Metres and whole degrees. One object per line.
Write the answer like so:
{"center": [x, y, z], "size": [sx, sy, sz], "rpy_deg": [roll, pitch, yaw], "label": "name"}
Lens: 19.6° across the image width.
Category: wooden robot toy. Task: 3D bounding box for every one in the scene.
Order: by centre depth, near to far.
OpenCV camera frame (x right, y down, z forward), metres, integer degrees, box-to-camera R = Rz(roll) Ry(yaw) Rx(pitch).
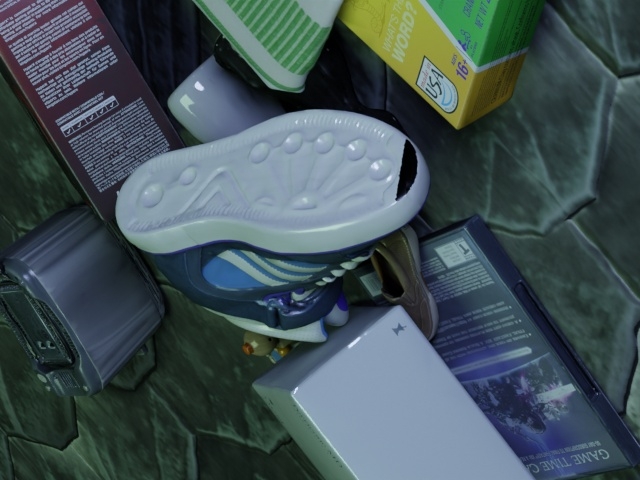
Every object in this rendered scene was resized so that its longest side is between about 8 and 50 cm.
{"center": [-0.055, 0.100, 1.946], "size": [0.076, 0.079, 0.173], "rpy_deg": [3, 125, 49], "label": "wooden robot toy"}

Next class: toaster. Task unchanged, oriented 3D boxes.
{"center": [-0.284, 0.058, 2.116], "size": [0.129, 0.146, 0.227], "rpy_deg": [-8, 118, 53], "label": "toaster"}

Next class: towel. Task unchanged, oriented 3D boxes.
{"center": [-0.053, -0.280, 1.451], "size": [0.248, 0.038, 0.325], "rpy_deg": [50, 149, 14], "label": "towel"}

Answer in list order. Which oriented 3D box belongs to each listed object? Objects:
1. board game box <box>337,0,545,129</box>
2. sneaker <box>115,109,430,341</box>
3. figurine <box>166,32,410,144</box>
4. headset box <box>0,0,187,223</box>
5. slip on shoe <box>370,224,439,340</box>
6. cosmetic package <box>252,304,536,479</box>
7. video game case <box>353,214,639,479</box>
{"center": [0.044, -0.271, 1.411], "size": [0.316, 0.064, 0.242], "rpy_deg": [45, 149, 22], "label": "board game box"}
{"center": [0.000, 0.000, 1.660], "size": [0.323, 0.130, 0.236], "rpy_deg": [-7, 149, 33], "label": "sneaker"}
{"center": [-0.022, -0.103, 1.696], "size": [0.209, 0.092, 0.215], "rpy_deg": [46, 149, -3], "label": "figurine"}
{"center": [-0.255, -0.179, 1.798], "size": [0.293, 0.110, 0.218], "rpy_deg": [60, 172, -16], "label": "headset box"}
{"center": [0.075, 0.045, 1.721], "size": [0.051, 0.041, 0.135], "rpy_deg": [22, 139, 36], "label": "slip on shoe"}
{"center": [0.067, 0.187, 1.770], "size": [0.224, 0.138, 0.224], "rpy_deg": [52, 168, -5], "label": "cosmetic package"}
{"center": [0.164, 0.113, 1.747], "size": [0.274, 0.026, 0.196], "rpy_deg": [54, 148, -8], "label": "video game case"}
